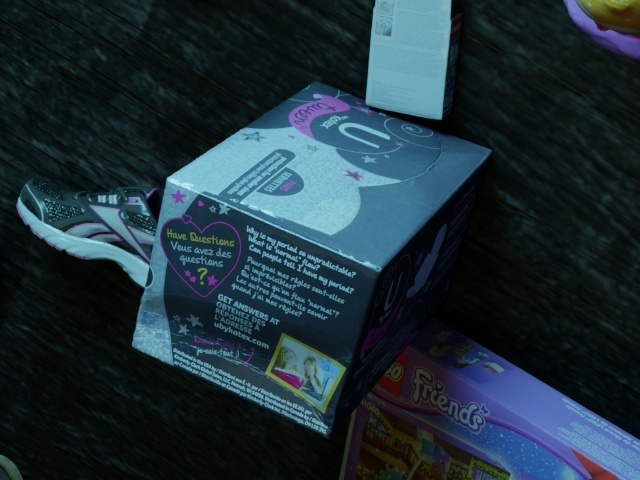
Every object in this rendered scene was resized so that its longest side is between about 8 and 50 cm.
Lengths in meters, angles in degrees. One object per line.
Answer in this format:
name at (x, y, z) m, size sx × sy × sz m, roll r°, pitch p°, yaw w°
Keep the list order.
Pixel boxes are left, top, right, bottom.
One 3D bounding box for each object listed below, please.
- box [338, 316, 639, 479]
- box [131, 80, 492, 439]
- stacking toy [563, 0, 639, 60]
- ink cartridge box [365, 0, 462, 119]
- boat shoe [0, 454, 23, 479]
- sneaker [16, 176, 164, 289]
box at (0.142, 0.204, 1.082) m, size 0.293 × 0.057 × 0.201 m, roll 31°, pitch 124°, yaw 35°
box at (0.000, 0.000, 1.006) m, size 0.163 × 0.247 × 0.142 m, roll 23°, pitch 118°, yaw 15°
stacking toy at (0.200, -0.165, 0.807) m, size 0.175 × 0.302 × 0.166 m, roll 33°, pitch 121°, yaw 8°
ink cartridge box at (0.071, -0.152, 1.037) m, size 0.062 × 0.029 × 0.115 m, roll 14°, pitch 115°, yaw 20°
boat shoe at (-0.314, 0.319, 1.398) m, size 0.073 × 0.073 × 0.207 m, roll -12°, pitch 107°, yaw 28°
sneaker at (-0.168, -0.019, 1.195) m, size 0.178 × 0.072 × 0.077 m, roll 24°, pitch 108°, yaw 5°
